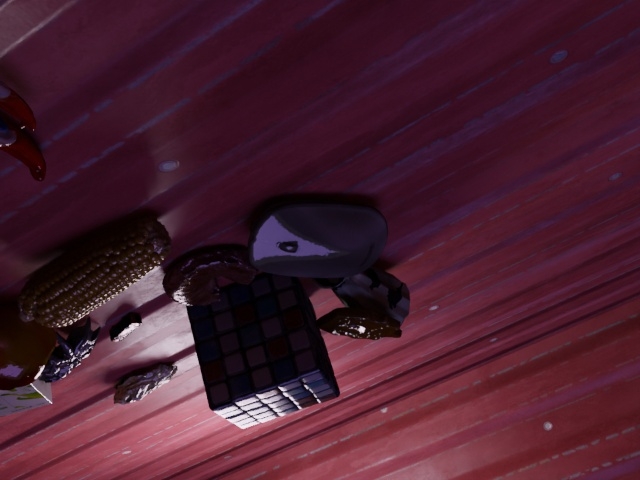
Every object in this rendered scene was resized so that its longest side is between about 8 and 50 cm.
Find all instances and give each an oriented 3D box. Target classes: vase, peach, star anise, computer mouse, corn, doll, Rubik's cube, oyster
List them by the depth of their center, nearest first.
[{"bbox_3d":[-0.495,-0.174,1.042,0.188,0.099,0.384,-14,157,-7],"label":"doll"},{"bbox_3d":[-0.446,0.068,1.506,0.346,0.130,0.130,-28,153,11],"label":"corn"},{"bbox_3d":[-0.668,0.222,1.614,0.197,0.198,0.197,-15,154,-7],"label":"peach"},{"bbox_3d":[0.002,0.004,1.659,0.330,0.095,0.197,2,124,-31],"label":"computer mouse"},{"bbox_3d":[-0.599,0.270,1.845,0.204,0.061,0.181,-44,166,-4],"label":"star anise"},{"bbox_3d":[-0.140,0.277,1.936,0.286,0.293,0.292,-20,153,3],"label":"Rubik's cube"},{"bbox_3d":[0.103,0.120,1.954,0.165,0.165,0.360,-27,148,18],"label":"vase"},{"bbox_3d":[-0.510,0.420,2.232,0.208,0.072,0.133,-16,157,-10],"label":"oyster"}]

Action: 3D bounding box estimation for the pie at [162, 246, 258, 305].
[{"bbox_3d":[-0.252,0.084,1.749,0.218,0.054,0.204,-34,150,30],"label":"pie"}]

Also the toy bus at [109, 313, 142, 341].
[{"bbox_3d":[-0.478,0.214,1.887,0.043,0.031,0.110,6,147,-45],"label":"toy bus"}]

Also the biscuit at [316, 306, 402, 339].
[{"bbox_3d":[0.110,0.210,1.933,0.215,0.034,0.182,15,155,-22],"label":"biscuit"}]

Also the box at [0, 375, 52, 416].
[{"bbox_3d":[-0.811,0.358,1.866,0.260,0.111,0.194,-13,154,-7],"label":"box"}]
